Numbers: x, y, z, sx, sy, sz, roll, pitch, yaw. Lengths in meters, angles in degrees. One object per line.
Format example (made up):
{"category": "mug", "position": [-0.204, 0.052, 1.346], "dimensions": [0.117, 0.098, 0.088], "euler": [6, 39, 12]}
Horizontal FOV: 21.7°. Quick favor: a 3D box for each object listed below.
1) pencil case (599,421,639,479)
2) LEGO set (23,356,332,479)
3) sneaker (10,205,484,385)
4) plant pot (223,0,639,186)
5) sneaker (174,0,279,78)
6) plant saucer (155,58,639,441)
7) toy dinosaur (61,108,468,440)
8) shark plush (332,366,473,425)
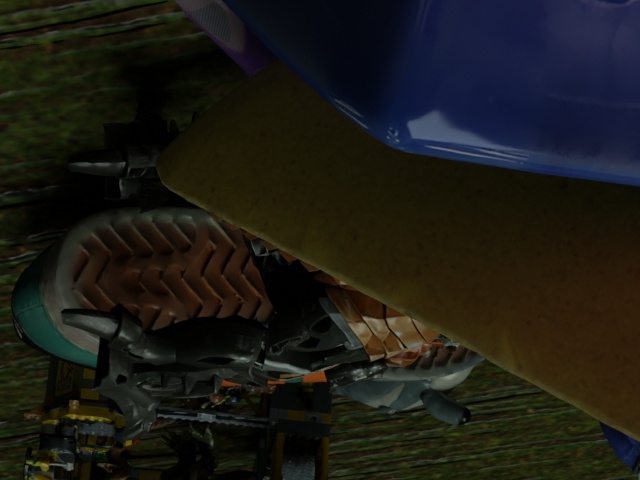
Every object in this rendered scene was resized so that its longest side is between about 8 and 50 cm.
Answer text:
{"category": "pencil case", "position": [0.215, 0.057, 1.053], "dimensions": [0.119, 0.133, 0.306], "euler": [15, 159, 23]}
{"category": "LEGO set", "position": [-0.096, 0.212, 1.171], "dimensions": [0.255, 0.192, 0.331], "euler": [10, 150, -12]}
{"category": "sneaker", "position": [-0.039, 0.035, 0.999], "dimensions": [0.302, 0.108, 0.121], "euler": [7, 166, -30]}
{"category": "plant pot", "position": [0.107, -0.147, 0.507], "dimensions": [0.236, 0.236, 0.212], "euler": [6, 110, -22]}
{"category": "sneaker", "position": [-0.063, -0.139, 0.677], "dimensions": [0.104, 0.095, 0.236], "euler": [-9, 148, 18]}
{"category": "plant saucer", "position": [0.166, -0.017, 0.623], "dimensions": [0.332, 0.333, 0.081], "euler": [-10, 119, -47]}
{"category": "toy dinosaur", "position": [0.000, 0.000, 0.815], "dimensions": [0.218, 0.164, 0.322], "euler": [0, 149, 13]}
{"category": "shark plush", "position": [0.045, 0.080, 1.171], "dimensions": [0.161, 0.073, 0.067], "euler": [-3, 139, 39]}
